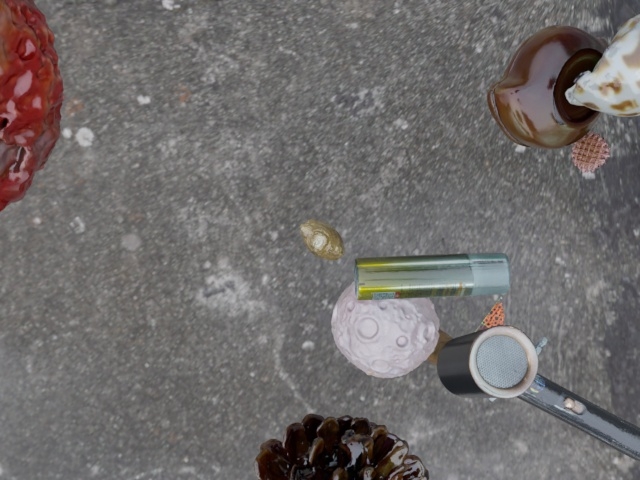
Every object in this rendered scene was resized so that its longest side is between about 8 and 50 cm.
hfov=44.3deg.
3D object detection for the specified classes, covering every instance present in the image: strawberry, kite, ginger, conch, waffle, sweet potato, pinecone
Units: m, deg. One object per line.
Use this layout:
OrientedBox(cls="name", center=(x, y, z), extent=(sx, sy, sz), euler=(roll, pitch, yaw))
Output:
OrientedBox(cls="strawberry", center=(-0.372, -0.179, 0.742), extent=(0.292, 0.292, 0.310), euler=(22, 76, 10))
OrientedBox(cls="kite", center=(0.356, 0.244, 1.710), extent=(0.125, 0.008, 0.222), euler=(-12, 89, 7))
OrientedBox(cls="ginger", center=(0.007, 0.005, 1.561), extent=(0.096, 0.165, 0.067), euler=(33, 85, 8))
OrientedBox(cls="conch", center=(0.567, -0.309, 1.358), extent=(0.149, 0.183, 0.275), euler=(43, 96, 4))
OrientedBox(cls="waffle", center=(0.532, -0.172, 1.550), extent=(0.075, 0.029, 0.083), euler=(-45, 49, 33))
OrientedBox(cls="sweet potato", center=(0.325, 0.290, 2.131), extent=(0.092, 0.341, 0.114), euler=(-34, 109, -11))
OrientedBox(cls="pinecone", center=(0.037, 0.405, 1.264), extent=(0.296, 0.298, 0.242), euler=(-2, 87, 43))

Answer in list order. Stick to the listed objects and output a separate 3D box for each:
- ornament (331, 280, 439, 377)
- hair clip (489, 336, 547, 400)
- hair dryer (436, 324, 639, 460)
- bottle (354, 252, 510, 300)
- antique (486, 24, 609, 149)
OrientedBox(cls="ornament", center=(0.158, 0.193, 1.865), extent=(0.259, 0.259, 0.225), euler=(41, 105, -1))
OrientedBox(cls="hair clip", center=(0.224, 0.147, 0.931), extent=(0.039, 0.030, 0.115), euler=(36, 136, 17))
OrientedBox(cls="hair dryer", center=(0.244, 0.172, 0.811), extent=(0.255, 0.128, 0.070), euler=(30, 76, -4))
OrientedBox(cls="bottle", center=(0.208, 0.067, 1.474), extent=(0.286, 0.082, 0.082), euler=(-2, 113, -1))
OrientedBox(cls="antique", center=(0.443, -0.287, 1.470), extent=(0.129, 0.278, 0.223), euler=(18, 126, 57))
